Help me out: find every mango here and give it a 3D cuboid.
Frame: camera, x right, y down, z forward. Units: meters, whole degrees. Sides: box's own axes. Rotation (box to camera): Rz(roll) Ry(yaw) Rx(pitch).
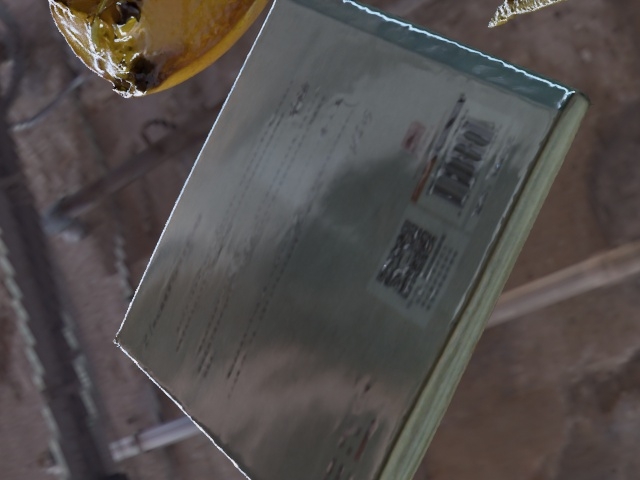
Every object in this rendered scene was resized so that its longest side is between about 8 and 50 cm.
[{"bbox_3d":[-0.081,-0.214,1.338,0.252,0.126,0.154,-50,-33,-13],"label":"mango"}]

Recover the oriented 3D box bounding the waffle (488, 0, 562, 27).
[{"bbox_3d":[0.154,-0.229,1.438,0.032,0.191,0.125,-28,-80,-23],"label":"waffle"}]

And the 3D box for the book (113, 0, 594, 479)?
[{"bbox_3d":[0.000,0.000,0.854,0.025,0.282,0.215,22,-82,-27],"label":"book"}]
